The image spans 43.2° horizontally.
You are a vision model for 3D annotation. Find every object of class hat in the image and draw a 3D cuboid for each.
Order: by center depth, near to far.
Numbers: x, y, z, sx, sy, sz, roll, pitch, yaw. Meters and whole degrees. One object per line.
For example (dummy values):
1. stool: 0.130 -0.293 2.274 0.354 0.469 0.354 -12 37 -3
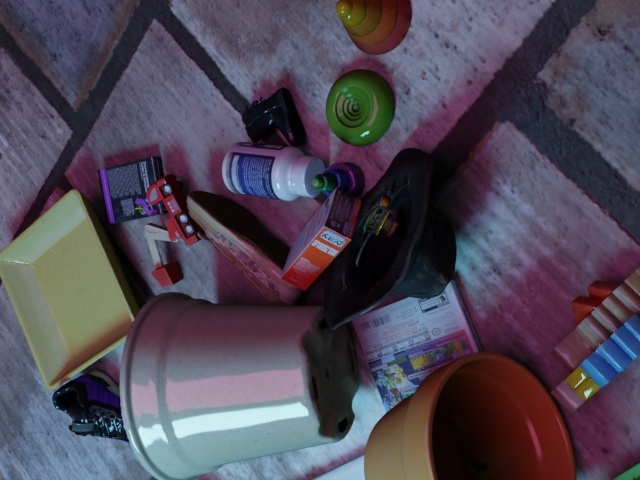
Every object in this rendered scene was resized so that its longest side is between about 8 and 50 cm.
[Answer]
1. hat: 0.126 0.020 1.230 0.133 0.331 0.331 30 117 -15

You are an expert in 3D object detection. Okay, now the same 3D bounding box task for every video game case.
1. video game case: 0.165 0.182 1.326 0.201 0.023 0.184 -25 82 31

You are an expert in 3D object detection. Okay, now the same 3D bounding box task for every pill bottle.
1. pill bottle: -0.079 -0.119 1.407 0.169 0.094 0.094 10 101 32

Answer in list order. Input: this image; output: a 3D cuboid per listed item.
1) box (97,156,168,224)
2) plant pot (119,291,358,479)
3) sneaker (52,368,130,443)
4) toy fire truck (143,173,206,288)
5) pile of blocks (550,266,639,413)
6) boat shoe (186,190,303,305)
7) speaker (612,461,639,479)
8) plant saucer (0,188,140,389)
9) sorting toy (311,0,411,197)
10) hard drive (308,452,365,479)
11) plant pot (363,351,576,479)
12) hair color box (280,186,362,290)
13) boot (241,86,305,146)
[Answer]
1. box: -0.382 -0.100 1.645 0.162 0.029 0.116 -8 92 35
2. plant pot: -0.113 0.234 1.361 0.305 0.334 0.334 -9 90 23
3. sneaker: -0.440 0.372 1.665 0.293 0.146 0.102 21 106 30
4. toy fire truck: -0.296 -0.018 1.570 0.135 0.047 0.192 -27 93 24
5. pile of blocks: 0.412 0.086 1.079 0.113 0.149 0.362 47 118 19
6. boat shoe: -0.144 0.015 1.459 0.285 0.104 0.089 40 118 20
7. speaker: 0.485 0.345 1.076 0.296 0.131 0.131 -45 72 29
8. plant saucer: -0.526 0.106 1.732 0.332 0.081 0.333 -32 79 31
9. sorting toy: 0.041 -0.240 1.298 0.127 0.126 0.366 18 104 30
10. hard drive: 0.089 0.495 1.396 0.353 0.047 0.233 -35 76 31
11. plant pot: 0.199 0.328 1.184 0.203 0.290 0.291 -30 79 48
12. hair color box: 0.000 0.000 1.339 0.053 0.093 0.167 27 139 -11
13. boot: -0.086 -0.203 1.432 0.099 0.045 0.121 -27 74 30
